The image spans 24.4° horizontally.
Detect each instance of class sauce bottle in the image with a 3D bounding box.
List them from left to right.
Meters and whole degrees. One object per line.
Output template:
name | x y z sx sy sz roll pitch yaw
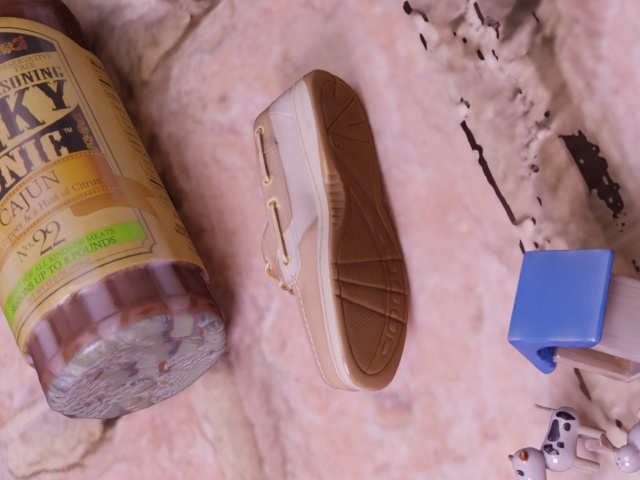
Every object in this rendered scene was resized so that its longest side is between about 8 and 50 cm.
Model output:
sauce bottle | -0.168 -0.065 0.846 0.111 0.111 0.344 -43 62 25

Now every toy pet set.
toy pet set | 0.109 0.063 0.623 0.122 0.065 0.114 127 159 -68

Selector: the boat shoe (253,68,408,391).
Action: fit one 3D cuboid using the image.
boat shoe | 0.000 0.000 0.748 0.059 0.063 0.170 -24 62 35
